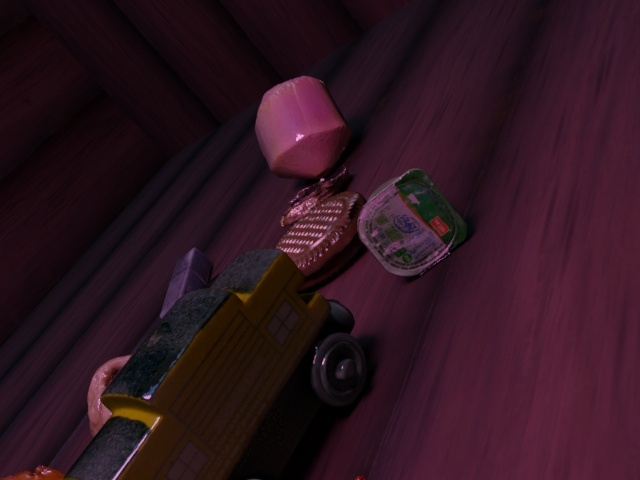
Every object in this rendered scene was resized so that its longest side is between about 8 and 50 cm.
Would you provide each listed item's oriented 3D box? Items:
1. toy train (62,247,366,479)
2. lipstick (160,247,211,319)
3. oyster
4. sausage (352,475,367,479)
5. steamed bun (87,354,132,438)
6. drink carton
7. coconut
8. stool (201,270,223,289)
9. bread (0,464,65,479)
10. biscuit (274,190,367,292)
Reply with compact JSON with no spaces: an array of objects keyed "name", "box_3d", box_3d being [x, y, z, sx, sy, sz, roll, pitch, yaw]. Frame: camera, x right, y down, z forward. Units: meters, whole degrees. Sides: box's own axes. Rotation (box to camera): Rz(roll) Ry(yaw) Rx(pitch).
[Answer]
[{"name":"toy train","box_3d":[-0.118,0.209,0.906,0.179,0.272,0.442,-12,35,48]},{"name":"lipstick","box_3d":[-0.329,0.119,1.740,0.076,0.077,0.289,-36,22,13]},{"name":"oyster","box_3d":[0.000,-0.100,1.630,0.133,0.072,0.209,-33,1,37]},{"name":"sausage","box_3d":[-0.033,0.360,0.732,0.274,0.074,0.074,-50,22,-26]},{"name":"steamed bun","box_3d":[-0.366,0.315,1.328,0.172,0.140,0.155,-22,32,34]},{"name":"drink carton","box_3d":[0.136,-0.036,1.155,0.144,0.146,0.142,-38,12,7]},{"name":"coconut","box_3d":[-0.045,-0.270,1.820,0.233,0.245,0.233,-22,-12,-5]},{"name":"stool","box_3d":[-0.143,0.142,1.270,0.232,0.141,0.232,-36,22,16]},{"name":"bread","box_3d":[-0.433,0.490,0.928,0.398,0.215,0.398,-27,22,12]},{"name":"biscuit","box_3d":[0.000,0.000,1.393,0.259,0.079,0.259,-35,21,15]}]
